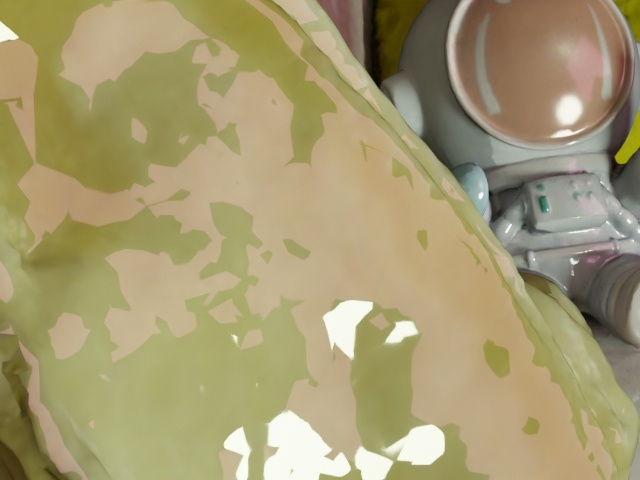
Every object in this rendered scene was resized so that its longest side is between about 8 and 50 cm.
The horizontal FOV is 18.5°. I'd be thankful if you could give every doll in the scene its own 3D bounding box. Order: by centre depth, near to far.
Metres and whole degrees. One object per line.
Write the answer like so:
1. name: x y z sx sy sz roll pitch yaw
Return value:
1. doll: 0.096 0.017 0.808 0.151 0.151 0.287 5 76 -64

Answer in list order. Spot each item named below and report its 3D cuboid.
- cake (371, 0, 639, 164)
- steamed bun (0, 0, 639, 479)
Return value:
1. cake: 0.129 -0.130 0.975 0.156 0.179 0.260 36 47 -54
2. steamed bun: -0.007 0.074 0.599 0.247 0.189 0.428 -37 101 -30
